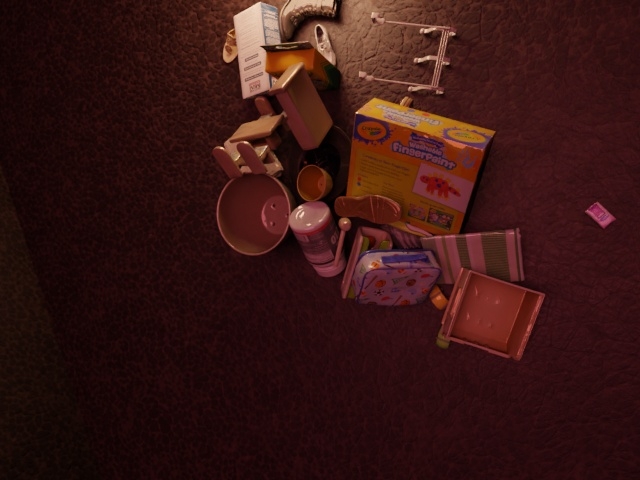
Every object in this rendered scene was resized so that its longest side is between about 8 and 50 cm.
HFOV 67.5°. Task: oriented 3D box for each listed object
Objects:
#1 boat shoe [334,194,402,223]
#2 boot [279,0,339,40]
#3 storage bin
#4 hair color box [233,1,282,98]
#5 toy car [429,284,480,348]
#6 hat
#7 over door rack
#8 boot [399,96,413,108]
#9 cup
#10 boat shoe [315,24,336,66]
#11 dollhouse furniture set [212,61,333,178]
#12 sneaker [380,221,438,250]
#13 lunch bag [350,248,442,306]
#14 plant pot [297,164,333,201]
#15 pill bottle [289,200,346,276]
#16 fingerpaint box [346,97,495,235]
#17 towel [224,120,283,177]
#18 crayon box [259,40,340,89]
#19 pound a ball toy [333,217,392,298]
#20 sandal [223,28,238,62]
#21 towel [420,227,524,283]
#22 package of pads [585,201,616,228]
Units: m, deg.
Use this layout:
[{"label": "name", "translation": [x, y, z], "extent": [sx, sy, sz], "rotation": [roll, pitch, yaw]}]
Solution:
[{"label": "boat shoe", "translation": [0.184, -0.121, 1.719], "extent": [0.277, 0.096, 0.098], "rotation": [13, 106, 38]}, {"label": "boot", "translation": [-0.038, -0.940, 1.961], "extent": [0.228, 0.091, 0.263], "rotation": [17, 95, 22]}, {"label": "storage bin", "translation": [0.581, 0.254, 1.656], "extent": [0.262, 0.123, 0.261], "rotation": [17, 97, 0]}, {"label": "hair color box", "translation": [-0.253, -0.780, 2.007], "extent": [0.173, 0.105, 0.348], "rotation": [-3, 95, 42]}, {"label": "toy car", "translation": [0.485, 0.300, 1.780], "extent": [0.239, 0.053, 0.225], "rotation": [20, 98, 21]}, {"label": "hat", "translation": [0.027, -0.293, 1.922], "extent": [0.331, 0.134, 0.332], "rotation": [-1, 89, 37]}, {"label": "over door rack", "translation": [0.323, -0.691, 1.791], "extent": [0.324, 0.108, 0.240], "rotation": [11, 96, 1]}, {"label": "boot", "translation": [0.368, -0.390, 1.793], "extent": [0.203, 0.095, 0.262], "rotation": [18, 104, 23]}, {"label": "cup", "translation": [-0.223, -0.108, 1.969], "extent": [0.331, 0.237, 0.331], "rotation": [0, 91, 22]}, {"label": "boat shoe", "translation": [0.017, -0.790, 1.954], "extent": [0.066, 0.063, 0.184], "rotation": [-9, 87, 22]}, {"label": "dollhouse furniture set", "translation": [-0.195, -0.466, 1.808], "extent": [0.394, 0.362, 0.256], "rotation": [-3, 134, 36]}, {"label": "sneaker", "translation": [0.356, -0.005, 1.814], "extent": [0.299, 0.111, 0.121], "rotation": [28, 111, 25]}, {"label": "lunch bag", "translation": [0.269, 0.124, 1.687], "extent": [0.303, 0.243, 0.115], "rotation": [-2, 48, -12]}, {"label": "plant pot", "translation": [-0.007, -0.213, 1.806], "extent": [0.134, 0.095, 0.134], "rotation": [2, 94, 37]}, {"label": "pill bottle", "translation": [0.000, 0.000, 1.848], "extent": [0.161, 0.283, 0.161], "rotation": [-13, 43, 13]}, {"label": "fingerpaint box", "translation": [0.334, -0.253, 1.693], "extent": [0.444, 0.163, 0.371], "rotation": [22, 132, 21]}, {"label": "towel", "translation": [-0.292, -0.363, 2.098], "extent": [0.187, 0.049, 0.282], "rotation": [-33, 78, 18]}, {"label": "crayon box", "translation": [-0.074, -0.662, 1.853], "extent": [0.203, 0.323, 0.083], "rotation": [5, 92, 23]}, {"label": "pound a ball toy", "translation": [0.137, 0.062, 1.816], "extent": [0.208, 0.136, 0.319], "rotation": [10, 116, -8]}, {"label": "sandal", "translation": [-0.378, -0.904, 2.108], "extent": [0.088, 0.079, 0.240], "rotation": [43, 106, 16]}, {"label": "towel", "translation": [0.538, 0.062, 1.690], "extent": [0.324, 0.038, 0.248], "rotation": [-5, 131, 23]}, {"label": "package of pads", "translation": [0.935, -0.084, 1.601], "extent": [0.050, 0.032, 0.083], "rotation": [-44, 75, 14]}]
